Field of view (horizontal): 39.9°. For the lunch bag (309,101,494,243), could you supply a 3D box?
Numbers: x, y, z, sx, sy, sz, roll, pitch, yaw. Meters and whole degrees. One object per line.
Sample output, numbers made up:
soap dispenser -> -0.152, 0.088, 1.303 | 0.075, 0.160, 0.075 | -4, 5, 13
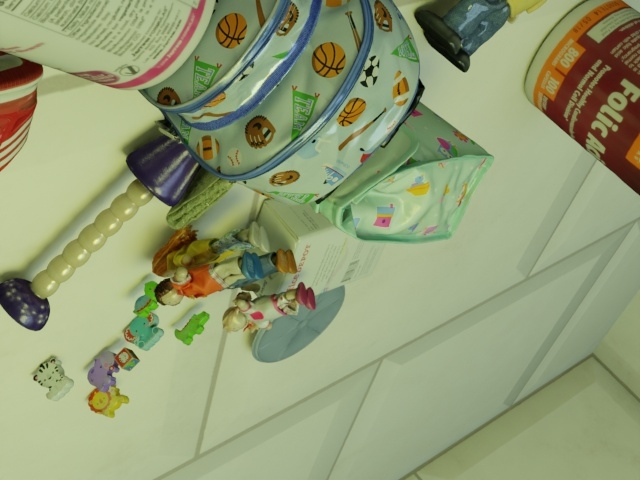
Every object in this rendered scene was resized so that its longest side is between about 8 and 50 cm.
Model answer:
lunch bag -> 0.044, -0.104, 1.080 | 0.262, 0.223, 0.160 | -7, 132, -46

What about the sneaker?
sneaker -> -0.342, -0.083, 0.753 | 0.221, 0.087, 0.128 | -20, 144, -35

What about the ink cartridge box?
ink cartridge box -> 0.000, 0.000, 1.319 | 0.212, 0.093, 0.154 | -20, 146, -39

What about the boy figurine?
boy figurine -> 0.254, -0.355, 1.138 | 0.285, 0.092, 0.177 | -46, 153, 7

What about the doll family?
doll family -> -0.126, 0.041, 1.171 | 0.163, 0.118, 0.263 | -17, 156, 18

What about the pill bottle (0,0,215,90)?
pill bottle -> -0.220, -0.217, 0.632 | 0.160, 0.160, 0.283 | -51, 151, 17

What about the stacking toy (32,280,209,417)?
stacking toy -> -0.273, 0.152, 1.233 | 0.221, 0.052, 0.167 | -43, 155, -2

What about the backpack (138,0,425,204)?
backpack -> -0.047, -0.174, 0.812 | 0.276, 0.263, 0.213 | -51, 152, 19

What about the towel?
towel -> -0.122, -0.077, 1.011 | 0.148, 0.027, 0.110 | -33, -152, 49

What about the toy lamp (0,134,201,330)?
toy lamp -> -0.244, -0.017, 0.992 | 0.274, 0.080, 0.080 | -41, 153, 4

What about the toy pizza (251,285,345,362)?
toy pizza -> -0.041, 0.134, 1.527 | 0.201, 0.032, 0.201 | -33, 152, -20

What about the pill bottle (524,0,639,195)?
pill bottle -> 0.540, -0.197, 1.412 | 0.224, 0.392, 0.224 | -31, 151, -20
